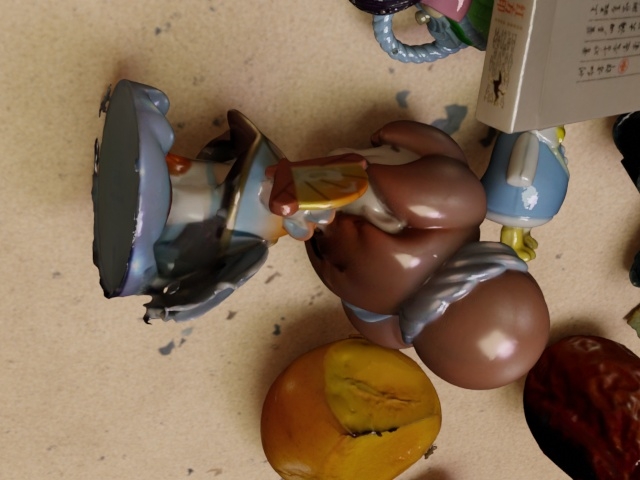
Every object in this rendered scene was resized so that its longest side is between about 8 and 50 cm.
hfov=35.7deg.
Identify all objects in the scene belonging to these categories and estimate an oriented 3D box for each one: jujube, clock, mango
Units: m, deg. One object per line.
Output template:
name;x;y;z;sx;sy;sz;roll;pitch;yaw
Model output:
jujube;0.343;0.225;1.192;0.168;0.236;0.168;-13;135;-13
clock;0.109;-0.244;0.845;0.195;0.100;0.194;-25;131;1
mango;0.017;0.214;1.120;0.187;0.138;0.257;8;144;-23

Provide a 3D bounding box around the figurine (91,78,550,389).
figurine;0.001;-0.001;0.902;0.388;0.277;0.248;3;100;-25

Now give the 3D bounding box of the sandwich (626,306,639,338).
sandwich;0.514;0.077;1.238;0.244;0.090;0.088;-11;131;-13

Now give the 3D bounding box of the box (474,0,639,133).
box;0.295;-0.217;0.876;0.365;0.051;0.204;-14;122;-34

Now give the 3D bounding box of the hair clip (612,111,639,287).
hair clip;0.440;-0.038;1.082;0.206;0.194;0.310;-16;132;7

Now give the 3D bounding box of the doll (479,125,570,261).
doll;0.210;-0.100;0.972;0.135;0.099;0.241;-3;118;-44
